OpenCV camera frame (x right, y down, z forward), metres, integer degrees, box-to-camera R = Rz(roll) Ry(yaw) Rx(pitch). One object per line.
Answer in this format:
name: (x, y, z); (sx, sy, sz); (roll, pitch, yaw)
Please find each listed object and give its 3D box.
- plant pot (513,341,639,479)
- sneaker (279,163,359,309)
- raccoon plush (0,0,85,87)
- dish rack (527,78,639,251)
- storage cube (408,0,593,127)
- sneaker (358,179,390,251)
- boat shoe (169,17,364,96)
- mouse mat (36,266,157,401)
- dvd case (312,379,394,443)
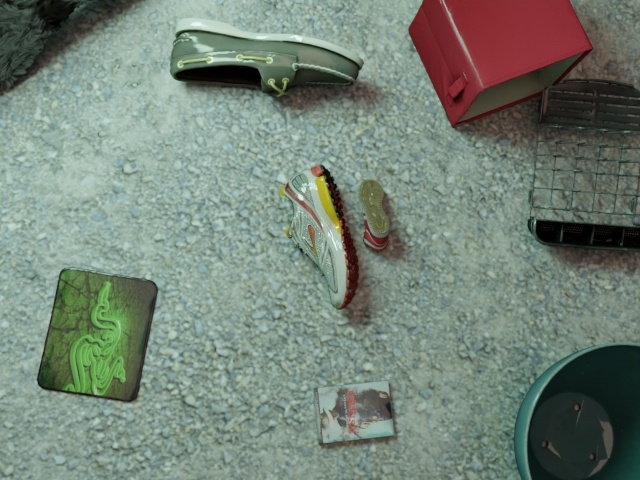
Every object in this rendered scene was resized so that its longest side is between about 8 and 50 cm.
plant pot: (0.406, 0.297, 1.098); (0.291, 0.195, 0.290); (1, 81, -5)
sneaker: (0.000, 0.000, 1.174); (0.093, 0.088, 0.225); (-18, 83, 13)
raccoon plush: (-0.530, -0.416, 1.162); (0.447, 0.216, 0.299); (-31, 73, -32)
dish rack: (0.442, -0.124, 1.208); (0.209, 0.074, 0.271); (4, 95, -6)
storage cube: (0.276, -0.320, 1.188); (0.215, 0.183, 0.193); (-22, 83, -7)
sneaker: (0.085, -0.037, 1.203); (0.042, 0.067, 0.118); (-6, 52, -4)
boat shoe: (-0.087, -0.276, 1.188); (0.305, 0.109, 0.091); (10, 81, 2)
mouse mat: (-0.341, 0.143, 1.150); (0.153, 0.007, 0.189); (9, 81, -4)
dvd case: (0.051, 0.266, 1.163); (0.120, 0.013, 0.087); (-4, 82, -5)
